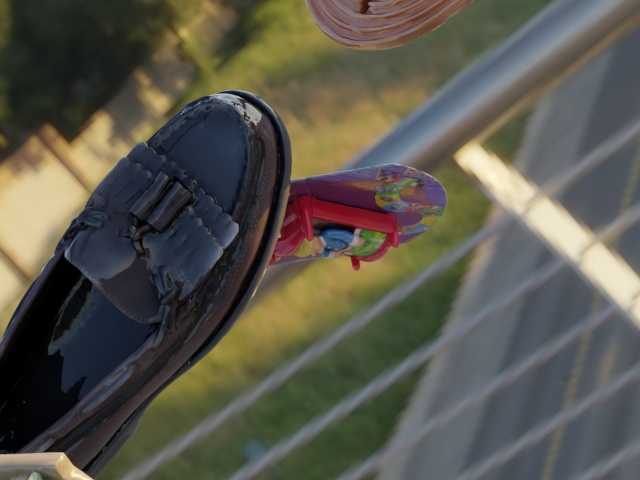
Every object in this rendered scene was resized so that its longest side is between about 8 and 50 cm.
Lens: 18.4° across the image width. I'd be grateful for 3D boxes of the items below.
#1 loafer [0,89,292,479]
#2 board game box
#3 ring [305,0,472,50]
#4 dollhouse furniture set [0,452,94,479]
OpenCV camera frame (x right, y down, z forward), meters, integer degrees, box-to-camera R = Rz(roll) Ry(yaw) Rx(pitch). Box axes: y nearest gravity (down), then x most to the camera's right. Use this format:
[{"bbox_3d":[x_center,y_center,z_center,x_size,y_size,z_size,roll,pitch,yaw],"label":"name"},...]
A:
[{"bbox_3d":[-0.124,0.043,1.177,0.302,0.109,0.095,-56,-22,17],"label":"loafer"},{"bbox_3d":[0.000,0.000,1.267,0.169,0.033,0.133,-9,-23,4],"label":"board game box"},{"bbox_3d":[0.096,-0.273,1.277,0.336,0.032,0.336,-38,39,39],"label":"ring"},{"bbox_3d":[-0.132,0.196,0.712,0.101,0.161,0.182,-6,34,30],"label":"dollhouse furniture set"}]
